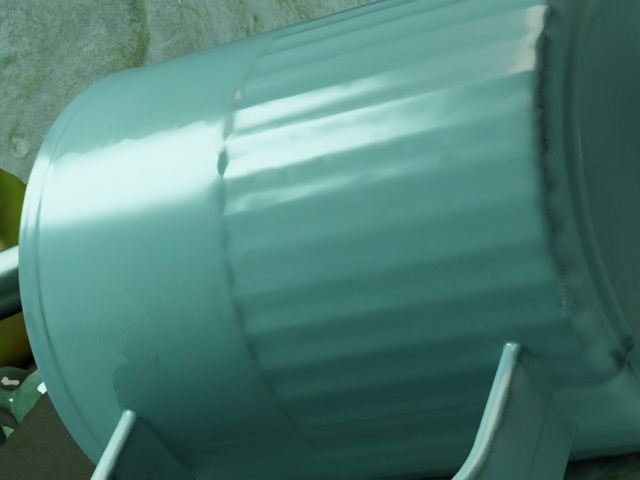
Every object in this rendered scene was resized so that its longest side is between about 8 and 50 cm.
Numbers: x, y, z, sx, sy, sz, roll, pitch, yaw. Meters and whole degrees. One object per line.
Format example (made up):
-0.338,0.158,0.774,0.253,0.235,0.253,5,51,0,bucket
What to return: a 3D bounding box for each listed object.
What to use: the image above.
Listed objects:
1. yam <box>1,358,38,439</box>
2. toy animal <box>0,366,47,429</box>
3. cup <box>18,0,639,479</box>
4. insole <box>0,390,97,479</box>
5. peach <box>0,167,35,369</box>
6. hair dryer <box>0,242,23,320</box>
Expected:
-0.217,0.116,1.394,0.061,0.061,0.253,-18,9,14,yam
-0.140,0.109,1.107,0.236,0.108,0.138,-20,6,32,toy animal
0.027,0.009,0.810,0.311,0.257,0.331,-12,9,36,cup
-0.146,0.123,0.950,0.111,0.007,0.328,14,48,41,insole
-0.408,0.089,1.408,0.380,0.242,0.306,-15,35,38,peach
-0.132,-0.005,1.161,0.284,0.155,0.320,-10,-17,22,hair dryer
